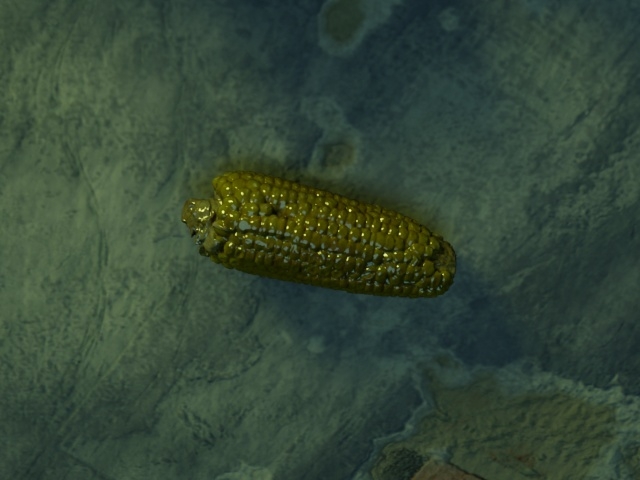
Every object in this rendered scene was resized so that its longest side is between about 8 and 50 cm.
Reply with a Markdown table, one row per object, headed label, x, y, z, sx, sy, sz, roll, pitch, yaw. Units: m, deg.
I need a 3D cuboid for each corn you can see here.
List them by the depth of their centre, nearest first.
| label | x | y | z | sx | sy | sz | roll | pitch | yaw |
| --- | --- | --- | --- | --- | --- | --- | --- | --- | --- |
| corn | 0.000 | 0.000 | 1.336 | 0.321 | 0.119 | 0.119 | 16 | 123 | -10 |
